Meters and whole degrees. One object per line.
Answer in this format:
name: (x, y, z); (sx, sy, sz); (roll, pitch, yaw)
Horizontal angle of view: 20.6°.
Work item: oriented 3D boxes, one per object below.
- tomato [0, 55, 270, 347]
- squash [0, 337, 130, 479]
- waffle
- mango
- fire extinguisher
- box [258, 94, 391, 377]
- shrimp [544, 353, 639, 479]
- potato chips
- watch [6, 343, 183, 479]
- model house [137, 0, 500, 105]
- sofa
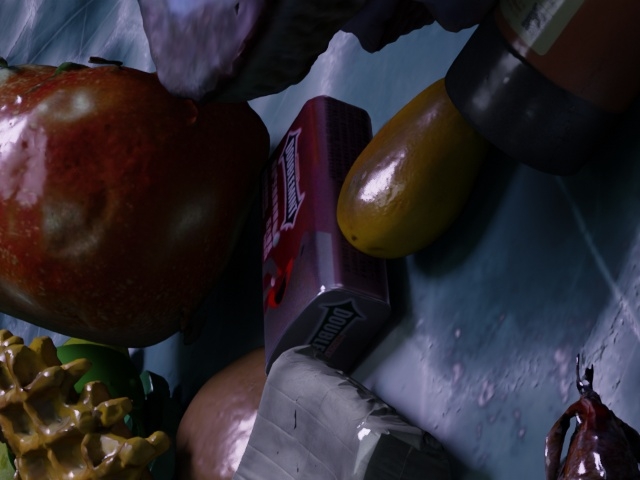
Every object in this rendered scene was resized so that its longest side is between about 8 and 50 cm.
tomato: (-0.188, -0.028, 1.546); (0.303, 0.303, 0.239); (-4, 78, 63)
squash: (-0.252, 0.166, 1.745); (0.188, 0.095, 0.095); (-62, 25, 12)
waffle: (-0.222, 0.238, 1.478); (0.259, 0.069, 0.293); (31, 123, 28)
mango: (0.076, -0.057, 1.292); (0.161, 0.076, 0.103); (-53, 25, 19)
fire extinguisher: (0.219, -0.231, 1.101); (0.376, 0.113, 0.200); (-54, 28, 28)
box: (0.000, 0.000, 1.401); (0.120, 0.069, 0.224); (-54, 26, 39)
shrimp: (0.156, 0.145, 0.977); (0.073, 0.074, 0.190); (111, 159, -50)
potato chips: (-0.072, 0.170, 1.419); (0.195, 0.062, 0.208); (-45, 31, 36)
watch: (-0.216, 0.183, 1.590); (0.165, 0.152, 0.131); (-50, 31, 30)
model house: (0.078, -0.270, 1.209); (0.360, 0.339, 0.297); (-62, 40, 37)
sofa: (-0.047, 0.189, 1.214); (0.225, 0.176, 0.210); (-66, 25, 5)
